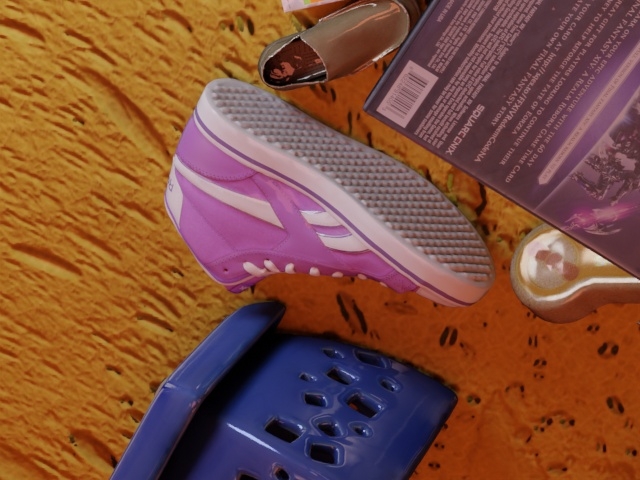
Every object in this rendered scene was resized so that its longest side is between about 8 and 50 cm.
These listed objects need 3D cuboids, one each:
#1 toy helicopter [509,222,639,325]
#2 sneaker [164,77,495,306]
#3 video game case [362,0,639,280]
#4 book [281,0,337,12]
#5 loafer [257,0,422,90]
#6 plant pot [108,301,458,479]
[{"bbox_3d":[0.305,0.034,1.381,0.355,0.235,0.140,-4,157,35],"label":"toy helicopter"},{"bbox_3d":[0.000,-0.001,1.498,0.282,0.102,0.161,33,123,9],"label":"sneaker"},{"bbox_3d":[0.193,-0.094,1.230,0.274,0.026,0.196,31,120,-6],"label":"video game case"},{"bbox_3d":[0.030,-0.240,1.405,0.144,0.035,0.096,-9,110,18],"label":"book"},{"bbox_3d":[0.014,-0.153,1.440,0.148,0.050,0.056,-26,107,24],"label":"loafer"},{"bbox_3d":[-0.049,0.202,1.534,0.212,0.236,0.236,32,118,5],"label":"plant pot"}]
